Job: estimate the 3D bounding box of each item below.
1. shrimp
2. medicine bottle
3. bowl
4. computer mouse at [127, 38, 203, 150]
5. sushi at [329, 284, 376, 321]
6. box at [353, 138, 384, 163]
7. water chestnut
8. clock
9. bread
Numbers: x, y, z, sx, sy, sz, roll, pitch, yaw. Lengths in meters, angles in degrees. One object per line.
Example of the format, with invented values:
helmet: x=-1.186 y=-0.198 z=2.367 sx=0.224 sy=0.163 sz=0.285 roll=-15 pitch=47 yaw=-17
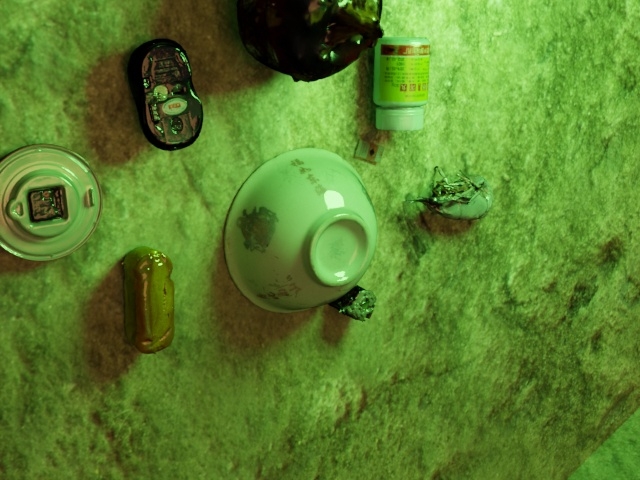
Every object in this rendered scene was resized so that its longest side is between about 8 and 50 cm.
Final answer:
shrimp: x=0.363 y=-0.127 z=2.149 sx=0.343 sy=0.116 sz=0.145 roll=-3 pitch=106 yaw=-40
medicine bottle: x=0.201 y=-0.395 z=1.946 sx=0.139 sy=0.139 sz=0.226 roll=-9 pitch=110 yaw=-31
bowl: x=0.000 y=0.000 z=1.899 sx=0.434 sy=0.196 sz=0.435 roll=-10 pitch=109 yaw=-31
computer mouse: x=-0.331 y=-0.308 z=1.649 sx=0.137 sy=0.096 sz=0.234 roll=-16 pitch=109 yaw=-34
sushi: x=0.090 y=0.163 z=2.076 sx=0.098 sy=0.084 sz=0.094 roll=34 pitch=82 yaw=-39
box: x=0.128 y=-0.232 z=2.024 sx=0.083 sy=0.012 sz=0.046 roll=13 pitch=96 yaw=-34
water chestnut: x=0.007 y=-0.497 z=1.671 sx=0.335 sy=0.346 sz=0.336 roll=-18 pitch=118 yaw=-38
clock: x=-0.565 y=-0.077 z=1.588 sx=0.244 sy=0.056 sz=0.245 roll=-10 pitch=110 yaw=-30
bread: x=-0.384 y=0.137 z=1.751 sx=0.102 sy=0.094 sz=0.246 roll=-9 pitch=109 yaw=-37
